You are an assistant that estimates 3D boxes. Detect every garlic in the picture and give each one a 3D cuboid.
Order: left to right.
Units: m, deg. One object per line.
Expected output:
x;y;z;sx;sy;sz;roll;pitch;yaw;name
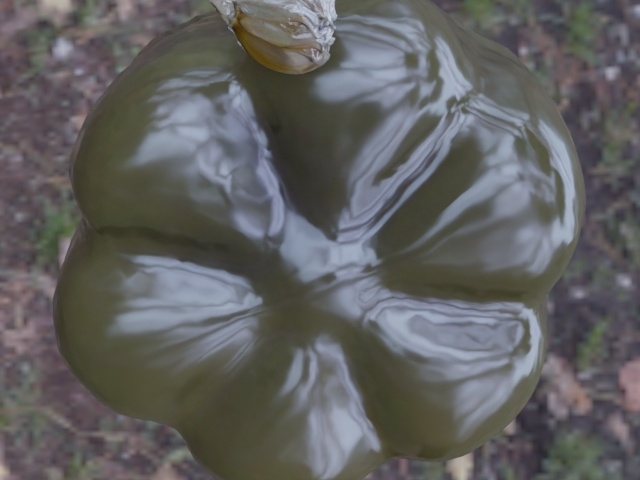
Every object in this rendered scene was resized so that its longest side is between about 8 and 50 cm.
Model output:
-0.027;-0.178;1.427;0.074;0.094;0.113;-66;156;-43;garlic

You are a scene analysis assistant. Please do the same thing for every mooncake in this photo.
0.000;0.000;1.657;0.262;0.467;0.467;-90;162;-71;mooncake
